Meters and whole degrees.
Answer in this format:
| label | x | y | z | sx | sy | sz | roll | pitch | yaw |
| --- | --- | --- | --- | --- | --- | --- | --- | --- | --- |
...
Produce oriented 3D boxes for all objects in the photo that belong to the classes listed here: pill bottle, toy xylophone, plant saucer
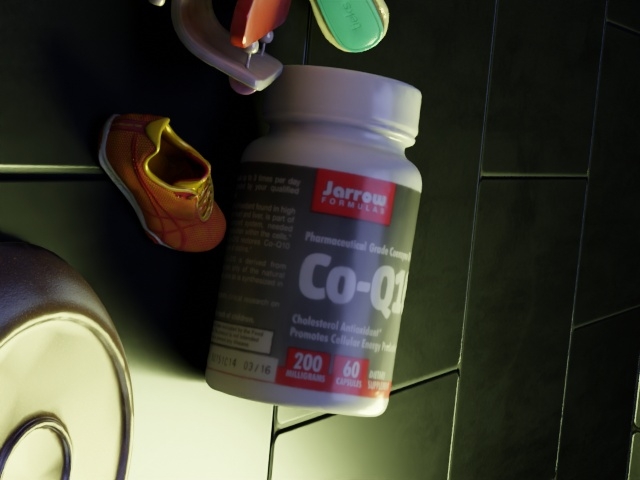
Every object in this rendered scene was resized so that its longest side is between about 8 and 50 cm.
| label | x | y | z | sx | sy | sz | roll | pitch | yaw |
| --- | --- | --- | --- | --- | --- | --- | --- | --- | --- |
| pill bottle | 0.000 | 0.000 | 1.167 | 0.161 | 0.161 | 0.283 | 14 | 85 | -63 |
| toy xylophone | -0.046 | -0.263 | 0.991 | 0.236 | 0.081 | 0.322 | -67 | 172 | -66 |
| plant saucer | -0.209 | 0.157 | 0.906 | 0.310 | 0.050 | 0.310 | -35 | 129 | -57 |

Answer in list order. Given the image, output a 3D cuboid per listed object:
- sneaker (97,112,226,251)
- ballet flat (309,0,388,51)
| label | x | y | z | sx | sy | sz | roll | pitch | yaw |
| --- | --- | --- | --- | --- | --- | --- | --- | --- | --- |
| sneaker | -0.110 | -0.037 | 1.046 | 0.175 | 0.067 | 0.064 | 52 | 50 | -57 |
| ballet flat | -0.001 | -0.274 | 1.201 | 0.086 | 0.086 | 0.248 | -65 | 150 | -30 |
